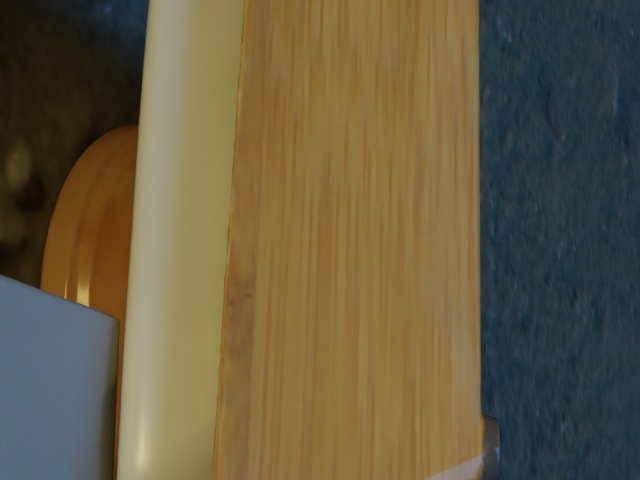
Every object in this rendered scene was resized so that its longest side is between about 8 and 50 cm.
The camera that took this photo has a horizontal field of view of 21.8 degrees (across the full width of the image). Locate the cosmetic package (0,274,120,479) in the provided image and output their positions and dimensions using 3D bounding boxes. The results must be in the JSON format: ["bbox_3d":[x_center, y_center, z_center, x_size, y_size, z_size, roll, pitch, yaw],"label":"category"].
[{"bbox_3d":[-0.163,0.047,0.423,0.238,0.127,0.107,32,55,-58],"label":"cosmetic package"}]

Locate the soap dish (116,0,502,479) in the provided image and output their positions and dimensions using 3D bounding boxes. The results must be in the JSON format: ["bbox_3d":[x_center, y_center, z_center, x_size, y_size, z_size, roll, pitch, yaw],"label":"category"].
[{"bbox_3d":[0.000,0.000,0.620,0.229,0.118,0.290,90,3,-65],"label":"soap dish"}]

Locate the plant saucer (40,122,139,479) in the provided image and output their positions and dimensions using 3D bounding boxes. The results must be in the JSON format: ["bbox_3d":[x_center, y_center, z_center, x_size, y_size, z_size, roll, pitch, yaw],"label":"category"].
[{"bbox_3d":[-0.058,0.043,0.762,0.200,0.037,0.199,-6,90,-66],"label":"plant saucer"}]
